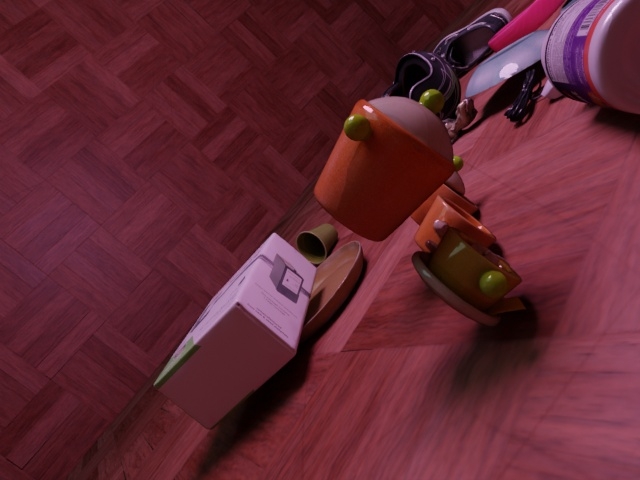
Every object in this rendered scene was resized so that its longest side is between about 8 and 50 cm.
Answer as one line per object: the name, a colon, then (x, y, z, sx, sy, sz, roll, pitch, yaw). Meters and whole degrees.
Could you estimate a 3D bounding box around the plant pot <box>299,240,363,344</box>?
plant pot: (-0.003, 0.099, 0.851, 0.236, 0.032, 0.236, -47, 9, 10)

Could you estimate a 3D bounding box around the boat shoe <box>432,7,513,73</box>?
boat shoe: (0.384, -0.522, 1.358, 0.091, 0.114, 0.302, -47, 7, -29)

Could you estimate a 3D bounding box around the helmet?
helmet: (0.228, -0.325, 1.087, 0.161, 0.169, 0.169, -59, 11, -10)

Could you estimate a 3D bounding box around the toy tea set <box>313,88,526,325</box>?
toy tea set: (0.113, -0.061, 0.490, 0.124, 0.200, 0.336, -54, 2, 17)

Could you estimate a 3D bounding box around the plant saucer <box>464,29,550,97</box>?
plant saucer: (0.332, -0.317, 0.857, 0.195, 0.037, 0.195, -32, 11, 7)

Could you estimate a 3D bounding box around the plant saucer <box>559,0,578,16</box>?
plant saucer: (0.482, -0.446, 0.894, 0.119, 0.021, 0.119, -46, 9, 10)

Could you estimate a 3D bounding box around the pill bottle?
pill bottle: (0.284, -0.186, 0.477, 0.108, 0.108, 0.193, -45, 10, 19)

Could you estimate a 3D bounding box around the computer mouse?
computer mouse: (0.326, -0.229, 0.657, 0.106, 0.042, 0.193, -51, 10, -22)

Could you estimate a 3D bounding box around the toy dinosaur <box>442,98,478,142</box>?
toy dinosaur: (0.212, -0.194, 0.983, 0.118, 0.064, 0.268, -36, 5, -17)

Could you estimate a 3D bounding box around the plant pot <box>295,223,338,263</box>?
plant pot: (0.000, 0.000, 1.129, 0.083, 0.083, 0.079, -38, 0, 45)

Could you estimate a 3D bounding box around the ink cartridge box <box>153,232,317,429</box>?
ink cartridge box: (-0.120, 0.131, 0.797, 0.198, 0.115, 0.273, -45, 10, 19)

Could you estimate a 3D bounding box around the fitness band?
fitness band: (0.463, -0.500, 1.041, 0.209, 0.054, 0.291, -47, 4, 2)
